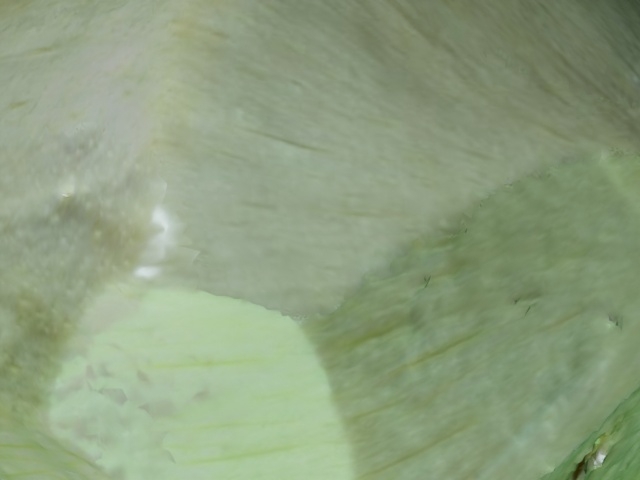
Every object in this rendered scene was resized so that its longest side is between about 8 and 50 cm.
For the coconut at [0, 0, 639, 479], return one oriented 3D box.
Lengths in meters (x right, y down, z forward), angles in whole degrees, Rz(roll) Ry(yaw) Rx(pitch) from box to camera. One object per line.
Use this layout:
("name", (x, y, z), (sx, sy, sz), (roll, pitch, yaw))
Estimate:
("coconut", (0.000, 0.000, 0.762), (0.415, 0.345, 0.415), (-15, -161, 5))
